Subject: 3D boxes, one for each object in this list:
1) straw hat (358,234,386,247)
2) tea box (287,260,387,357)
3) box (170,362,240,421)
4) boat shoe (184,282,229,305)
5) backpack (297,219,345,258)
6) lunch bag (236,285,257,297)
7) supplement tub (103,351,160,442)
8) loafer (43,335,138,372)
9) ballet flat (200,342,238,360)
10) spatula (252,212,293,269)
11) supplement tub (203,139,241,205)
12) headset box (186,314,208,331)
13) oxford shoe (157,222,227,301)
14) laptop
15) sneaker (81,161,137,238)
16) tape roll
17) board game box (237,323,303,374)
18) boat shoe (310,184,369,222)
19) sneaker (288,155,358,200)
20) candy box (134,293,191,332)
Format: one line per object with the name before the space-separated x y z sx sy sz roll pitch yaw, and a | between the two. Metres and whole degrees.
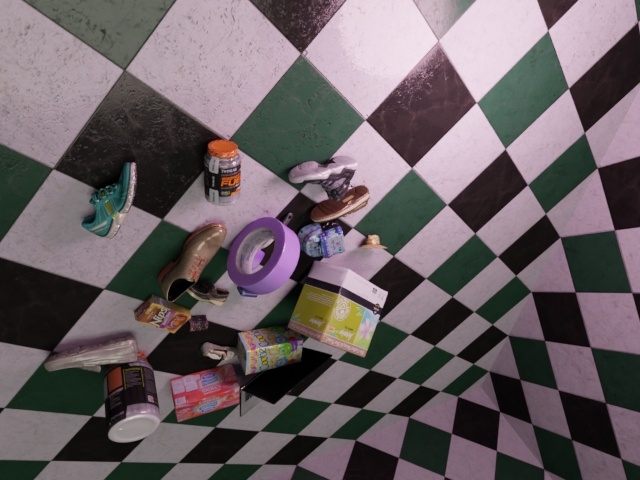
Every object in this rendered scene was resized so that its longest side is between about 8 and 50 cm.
straw hat | 0.234 0.006 1.918 0.145 0.144 0.061 1 89 -31
tea box | 0.084 0.306 1.900 0.329 0.220 0.323 31 77 -44
box | -0.551 0.724 2.050 0.300 0.154 0.142 -11 133 -23
boat shoe | -0.445 0.201 1.693 0.073 0.080 0.223 -52 149 0
backpack | 0.000 0.000 1.747 0.173 0.117 0.158 -17 134 -13
lunch bag | -0.295 0.199 1.788 0.098 0.067 0.065 15 120 -39
supplement tub | -0.759 0.616 1.713 0.194 0.316 0.193 -15 135 -16
loafer | -0.871 0.457 1.642 0.320 0.112 0.111 -8 97 -24
ballet flat | -0.461 0.527 1.985 0.213 0.068 0.072 28 110 -43
spatula | -0.205 0.003 1.692 0.296 0.030 0.084 -47 136 14
supplement tub | -0.314 -0.216 1.371 0.117 0.117 0.190 -9 132 -23
headset box | -0.519 0.347 1.795 0.083 0.062 0.032 2 126 -30
oxford shoe | -0.450 0.085 1.551 0.348 0.130 0.123 -48 135 15
laptop | -0.177 0.717 2.106 0.382 0.236 0.407 -29 142 -38
sneaker | -0.632 -0.120 1.291 0.110 0.107 0.275 24 114 -31
tape roll | -0.210 0.054 1.557 0.275 0.274 0.090 -42 137 10
board game box | -0.239 0.508 2.022 0.275 0.142 0.144 -6 117 -25
boat shoe | 0.085 -0.122 1.704 0.258 0.095 0.095 -24 142 -9
sneaker | 0.013 -0.212 1.571 0.269 0.101 0.153 -16 132 -21
candy box | -0.624 0.294 1.696 0.109 0.053 0.187 -43 134 11
